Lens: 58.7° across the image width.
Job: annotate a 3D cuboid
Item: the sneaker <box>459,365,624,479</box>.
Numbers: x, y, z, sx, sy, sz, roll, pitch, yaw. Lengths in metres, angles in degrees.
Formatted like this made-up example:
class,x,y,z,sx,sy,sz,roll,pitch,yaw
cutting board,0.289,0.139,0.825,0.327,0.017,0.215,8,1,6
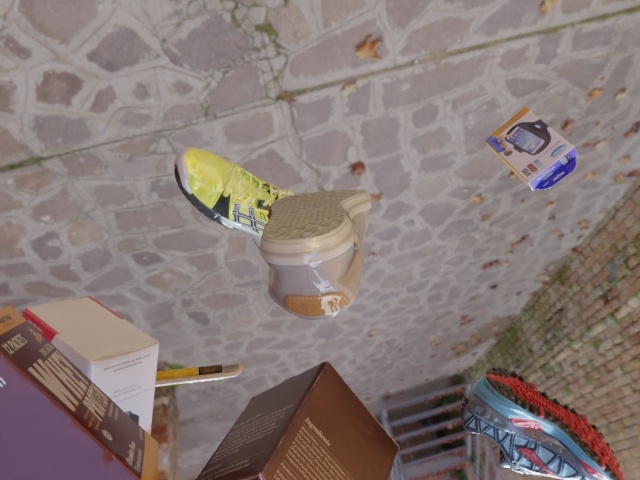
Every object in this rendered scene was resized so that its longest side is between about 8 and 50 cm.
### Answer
class,x,y,z,sx,sy,sz,roll,pitch,yaw
sneaker,0.327,0.301,0.859,0.125,0.261,0.104,-55,177,27

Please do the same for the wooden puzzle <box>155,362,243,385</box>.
class,x,y,z,sx,sy,sz,roll,pitch,yaw
wooden puzzle,-0.315,0.299,1.243,0.238,0.045,0.221,-5,169,-30

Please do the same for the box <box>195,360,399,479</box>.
class,x,y,z,sx,sy,sz,roll,pitch,yaw
box,-0.033,0.302,0.732,0.168,0.167,0.203,-34,-171,35

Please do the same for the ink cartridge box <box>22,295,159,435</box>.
class,x,y,z,sx,sy,sz,roll,pitch,yaw
ink cartridge box,-0.400,0.278,0.965,0.131,0.226,0.307,-13,118,-51

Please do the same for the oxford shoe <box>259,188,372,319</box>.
class,x,y,z,sx,sy,sz,roll,pitch,yaw
oxford shoe,0.000,0.000,0.877,0.168,0.130,0.449,-8,-166,7

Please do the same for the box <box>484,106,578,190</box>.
class,x,y,z,sx,sy,sz,roll,pitch,yaw
box,0.320,-0.136,0.859,0.081,0.136,0.028,-40,134,11

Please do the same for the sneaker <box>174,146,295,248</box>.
class,x,y,z,sx,sy,sz,roll,pitch,yaw
sneaker,-0.133,-0.087,1.225,0.384,0.145,0.147,34,140,-27

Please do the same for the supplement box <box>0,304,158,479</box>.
class,x,y,z,sx,sy,sz,roll,pitch,yaw
supplement box,-0.270,0.192,0.464,0.191,0.194,0.129,-45,-169,-12
